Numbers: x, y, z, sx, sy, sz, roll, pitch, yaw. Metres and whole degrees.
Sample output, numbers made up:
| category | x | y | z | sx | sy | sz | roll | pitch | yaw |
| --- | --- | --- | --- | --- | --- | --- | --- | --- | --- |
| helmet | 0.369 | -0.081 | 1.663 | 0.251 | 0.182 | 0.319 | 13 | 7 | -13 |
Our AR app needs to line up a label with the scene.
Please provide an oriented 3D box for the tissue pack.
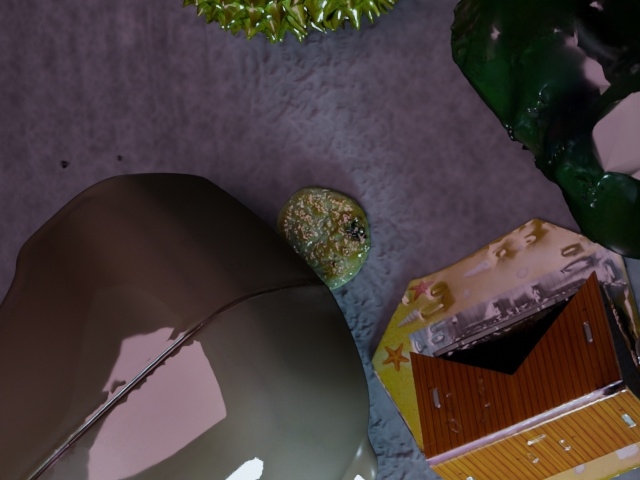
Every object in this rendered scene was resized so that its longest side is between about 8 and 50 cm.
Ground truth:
| category | x | y | z | sx | sy | sz | roll | pitch | yaw |
| --- | --- | --- | --- | --- | --- | --- | --- | --- | --- |
| tissue pack | -0.154 | 0.160 | 1.161 | 0.387 | 0.267 | 0.277 | -45 | 74 | 14 |

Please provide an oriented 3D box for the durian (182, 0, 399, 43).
| category | x | y | z | sx | sy | sz | roll | pitch | yaw |
| --- | --- | --- | --- | --- | --- | --- | --- | --- | --- |
| durian | -0.031 | -0.248 | 1.154 | 0.236 | 0.176 | 0.200 | 9 | 129 | 11 |

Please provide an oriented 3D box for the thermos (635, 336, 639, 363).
| category | x | y | z | sx | sy | sz | roll | pitch | yaw |
| --- | --- | --- | --- | --- | --- | --- | --- | --- | --- |
| thermos | 0.331 | 0.034 | 1.056 | 0.232 | 0.099 | 0.124 | -38 | 120 | -12 |

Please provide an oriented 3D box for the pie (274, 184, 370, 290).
| category | x | y | z | sx | sy | sz | roll | pitch | yaw |
| --- | --- | --- | --- | --- | --- | --- | --- | --- | --- |
| pie | 0.000 | 0.000 | 1.232 | 0.085 | 0.017 | 0.085 | 1 | 93 | 19 |

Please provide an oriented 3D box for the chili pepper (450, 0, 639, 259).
| category | x | y | z | sx | sy | sz | roll | pitch | yaw |
| --- | --- | --- | --- | --- | --- | --- | --- | --- | --- |
| chili pepper | 0.202 | -0.098 | 1.099 | 0.148 | 0.116 | 0.265 | -32 | 83 | 3 |

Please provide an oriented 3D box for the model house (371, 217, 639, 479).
| category | x | y | z | sx | sy | sz | roll | pitch | yaw |
| --- | --- | --- | --- | --- | --- | --- | --- | --- | --- |
| model house | 0.131 | 0.105 | 1.126 | 0.219 | 0.136 | 0.207 | -24 | 86 | 19 |
